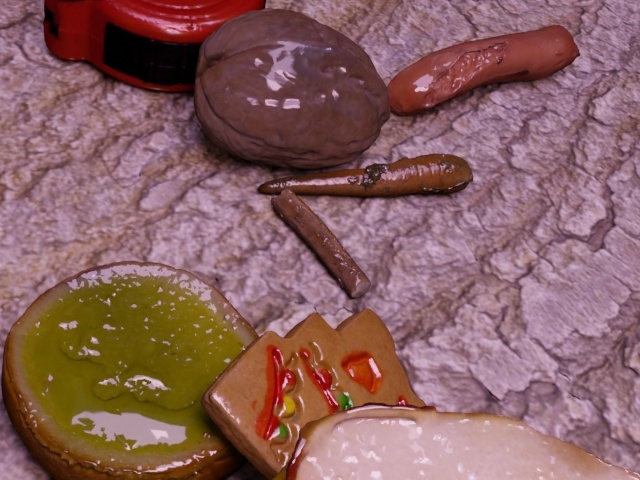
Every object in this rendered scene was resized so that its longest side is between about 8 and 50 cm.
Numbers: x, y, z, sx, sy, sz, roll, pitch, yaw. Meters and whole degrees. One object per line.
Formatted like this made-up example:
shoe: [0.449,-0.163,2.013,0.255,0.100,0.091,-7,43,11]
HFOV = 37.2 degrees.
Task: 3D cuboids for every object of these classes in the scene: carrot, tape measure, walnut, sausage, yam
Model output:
carrot: [0.054,-0.068,1.062,0.254,0.049,0.049,-6,51,-15]
tape measure: [-0.190,-0.294,1.138,0.260,0.114,0.253,18,47,-1]
walnut: [-0.027,-0.162,1.039,0.230,0.178,0.178,11,46,-21]
sausage: [0.209,-0.223,1.220,0.304,0.078,0.078,-18,57,-29]
yam: [0.000,0.000,0.990,0.032,0.032,0.145,-24,61,-32]

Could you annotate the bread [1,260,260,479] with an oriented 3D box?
bread: [-0.151,0.117,0.814,0.236,0.070,0.236,8,46,-9]

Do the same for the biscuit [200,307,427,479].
biscuit: [0.008,0.143,0.795,0.238,0.041,0.212,16,55,-38]

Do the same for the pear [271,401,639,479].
pear: [0.104,0.305,0.638,0.386,0.191,0.340,33,50,14]
